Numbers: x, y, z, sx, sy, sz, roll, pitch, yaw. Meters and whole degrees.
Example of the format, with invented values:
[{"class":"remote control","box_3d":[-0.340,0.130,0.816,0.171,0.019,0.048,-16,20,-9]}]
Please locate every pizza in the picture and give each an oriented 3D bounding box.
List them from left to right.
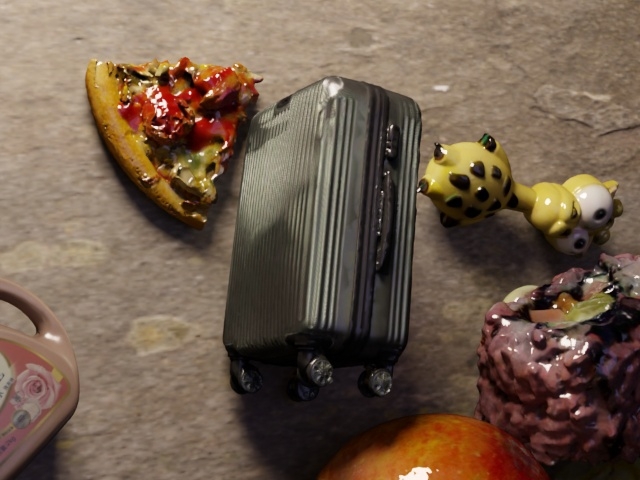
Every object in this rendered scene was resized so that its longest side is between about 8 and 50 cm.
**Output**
[{"class":"pizza","box_3d":[-0.136,-0.136,1.281,0.201,0.053,0.193,48,62,-13]}]

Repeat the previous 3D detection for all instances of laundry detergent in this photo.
[{"class":"laundry detergent","box_3d":[-0.329,0.096,1.121,0.237,0.076,0.171,48,61,-12]}]

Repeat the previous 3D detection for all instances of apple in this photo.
[{"class":"apple","box_3d":[0.151,0.278,1.224,0.293,0.251,0.163,40,107,2]}]

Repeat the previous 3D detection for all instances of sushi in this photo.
[{"class":"sushi","box_3d":[0.288,0.123,1.378,0.270,0.236,0.171,-23,117,-31]}]

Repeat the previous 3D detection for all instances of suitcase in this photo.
[{"class":"suitcase","box_3d":[0.000,0.000,1.248,0.128,0.202,0.312,13,76,-27]}]

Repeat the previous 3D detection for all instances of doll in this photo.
[{"class":"doll","box_3d":[0.238,-0.047,1.462,0.291,0.086,0.117,16,114,-28]}]

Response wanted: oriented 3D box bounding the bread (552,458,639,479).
[{"class":"bread","box_3d":[0.314,0.351,1.351,0.124,0.186,0.257,48,38,-32]}]
